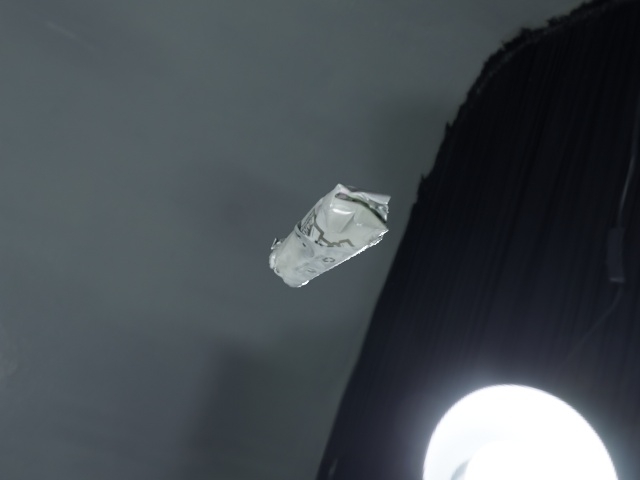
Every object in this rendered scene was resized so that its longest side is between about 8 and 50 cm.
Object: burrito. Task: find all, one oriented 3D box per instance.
[{"bbox_3d":[-0.001,0.000,0.698,0.064,0.064,0.203,23,154,-18],"label":"burrito"}]
